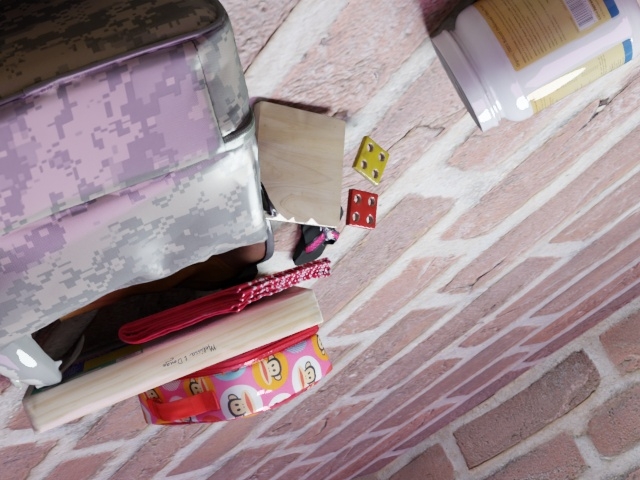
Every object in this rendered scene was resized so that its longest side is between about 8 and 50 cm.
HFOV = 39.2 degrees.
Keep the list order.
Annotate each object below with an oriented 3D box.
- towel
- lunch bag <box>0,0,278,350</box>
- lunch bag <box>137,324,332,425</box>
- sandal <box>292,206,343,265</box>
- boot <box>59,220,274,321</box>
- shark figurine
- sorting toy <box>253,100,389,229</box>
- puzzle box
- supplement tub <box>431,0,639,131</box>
[{"bbox_3d":[-0.120,0.080,1.213,0.199,0.031,0.275,-19,179,26],"label":"towel"},{"bbox_3d":[-0.201,-0.056,0.736,0.305,0.212,0.256,-22,127,-11],"label":"lunch bag"},{"bbox_3d":[-0.156,0.219,1.416,0.293,0.120,0.258,-15,-176,43],"label":"lunch bag"},{"bbox_3d":[0.000,0.000,1.359,0.067,0.040,0.179,-16,155,-20],"label":"sandal"},{"bbox_3d":[-0.211,0.011,1.143,0.281,0.096,0.264,-11,166,-19],"label":"boot"},{"bbox_3d":[-0.358,0.115,1.078,0.116,0.166,0.278,-59,141,-10],"label":"shark figurine"},{"bbox_3d":[-0.030,-0.085,1.064,0.275,0.132,0.046,6,177,-41],"label":"sorting toy"},{"bbox_3d":[-0.218,0.156,1.307,0.409,0.052,0.272,-20,-175,-12],"label":"puzzle box"},{"bbox_3d":[0.240,-0.223,1.001,0.200,0.144,0.144,-29,157,8],"label":"supplement tub"}]
